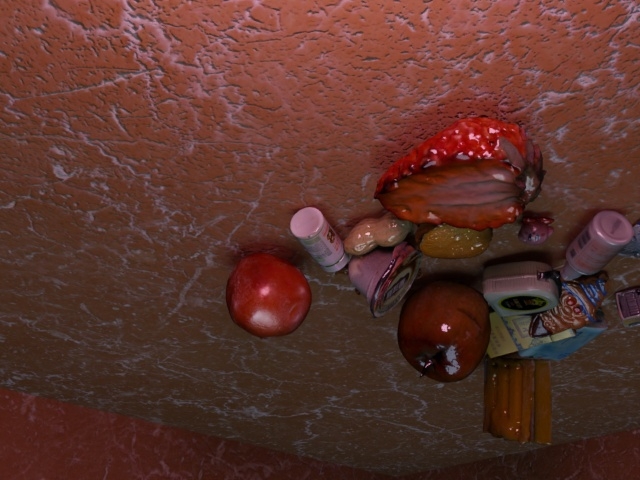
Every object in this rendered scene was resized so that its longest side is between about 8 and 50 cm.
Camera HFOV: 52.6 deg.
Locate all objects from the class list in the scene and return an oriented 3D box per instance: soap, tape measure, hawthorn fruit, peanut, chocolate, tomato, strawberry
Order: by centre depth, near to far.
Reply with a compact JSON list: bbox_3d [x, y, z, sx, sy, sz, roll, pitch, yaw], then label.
[{"bbox_3d":[0.273,-0.141,1.308,0.336,0.149,0.265,-8,147,32],"label":"strawberry"},{"bbox_3d":[0.136,-0.017,1.550,0.187,0.082,0.082,-17,145,23],"label":"peanut"},{"bbox_3d":[0.145,0.073,1.629,0.147,0.221,0.221,35,156,21],"label":"chocolate"},{"bbox_3d":[-0.131,0.136,1.668,0.232,0.232,0.188,6,130,-12],"label":"tomato"},{"bbox_3d":[0.564,0.132,1.785,0.207,0.115,0.235,-11,151,26],"label":"tape measure"},{"bbox_3d":[0.344,0.273,1.821,0.268,0.301,0.267,20,148,13],"label":"hawthorn fruit"},{"bbox_3d":[0.673,0.545,2.236,0.143,0.281,0.259,6,171,-24],"label":"soap"}]

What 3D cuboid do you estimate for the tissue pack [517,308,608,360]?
[{"bbox_3d":[0.767,0.302,2.083,0.177,0.089,0.263,7,148,-14],"label":"tissue pack"}]

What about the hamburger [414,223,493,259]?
[{"bbox_3d":[0.295,-0.042,1.482,0.191,0.118,0.182,8,144,-21],"label":"hamburger"}]

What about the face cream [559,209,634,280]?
[{"bbox_3d":[0.676,0.031,1.628,0.101,0.101,0.251,3,148,-6],"label":"face cream"}]

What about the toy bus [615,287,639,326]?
[{"bbox_3d":[1.043,0.172,1.871,0.343,0.097,0.138,-15,148,22],"label":"toy bus"}]

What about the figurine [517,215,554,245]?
[{"bbox_3d":[0.522,-0.022,1.567,0.083,0.071,0.067,4,-169,6],"label":"figurine"}]

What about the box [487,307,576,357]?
[{"bbox_3d":[0.613,0.257,1.976,0.279,0.041,0.153,-23,103,32],"label":"box"}]

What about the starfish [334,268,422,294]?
[{"bbox_3d":[0.157,0.103,1.789,0.241,0.043,0.227,7,147,-7],"label":"starfish"}]

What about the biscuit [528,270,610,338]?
[{"bbox_3d":[0.708,0.189,1.854,0.183,0.043,0.280,43,107,-12],"label":"biscuit"}]

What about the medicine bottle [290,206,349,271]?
[{"bbox_3d":[0.000,0.000,1.571,0.086,0.086,0.183,-13,147,19],"label":"medicine bottle"}]

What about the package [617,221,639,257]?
[{"bbox_3d":[0.848,0.001,1.655,0.171,0.027,0.173,9,147,-10],"label":"package"}]
